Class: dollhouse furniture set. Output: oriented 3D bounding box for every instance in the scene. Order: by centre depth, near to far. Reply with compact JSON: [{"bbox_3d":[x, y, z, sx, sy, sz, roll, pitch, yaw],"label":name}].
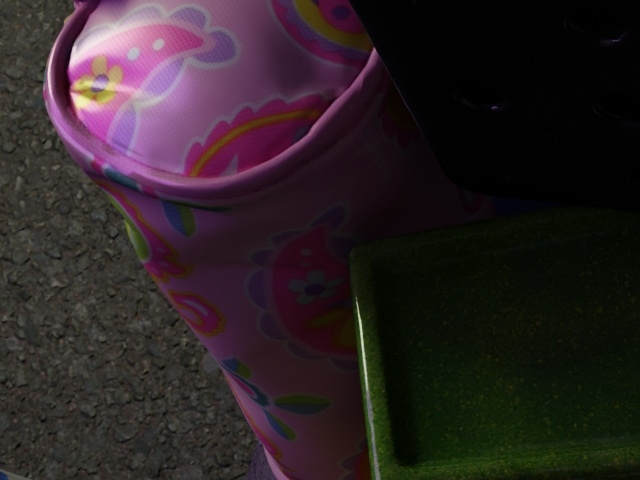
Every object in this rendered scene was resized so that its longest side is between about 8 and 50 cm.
[{"bbox_3d":[0.104,0.160,0.528,0.197,0.151,0.302,78,-175,-56],"label":"dollhouse furniture set"}]

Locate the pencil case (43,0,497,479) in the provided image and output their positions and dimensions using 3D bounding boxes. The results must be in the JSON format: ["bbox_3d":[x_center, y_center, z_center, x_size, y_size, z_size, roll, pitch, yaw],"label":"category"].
[{"bbox_3d":[0.000,0.000,0.649,0.284,0.124,0.124,63,-142,-55],"label":"pencil case"}]

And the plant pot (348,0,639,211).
[{"bbox_3d":[0.097,-0.105,0.493,0.188,0.187,0.167,53,-131,-59],"label":"plant pot"}]

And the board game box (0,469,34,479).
[{"bbox_3d":[-0.086,0.180,0.753,0.086,0.308,0.302,-69,21,0],"label":"board game box"}]

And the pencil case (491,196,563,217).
[{"bbox_3d":[0.054,-0.085,0.739,0.306,0.119,0.133,57,-170,-41],"label":"pencil case"}]
